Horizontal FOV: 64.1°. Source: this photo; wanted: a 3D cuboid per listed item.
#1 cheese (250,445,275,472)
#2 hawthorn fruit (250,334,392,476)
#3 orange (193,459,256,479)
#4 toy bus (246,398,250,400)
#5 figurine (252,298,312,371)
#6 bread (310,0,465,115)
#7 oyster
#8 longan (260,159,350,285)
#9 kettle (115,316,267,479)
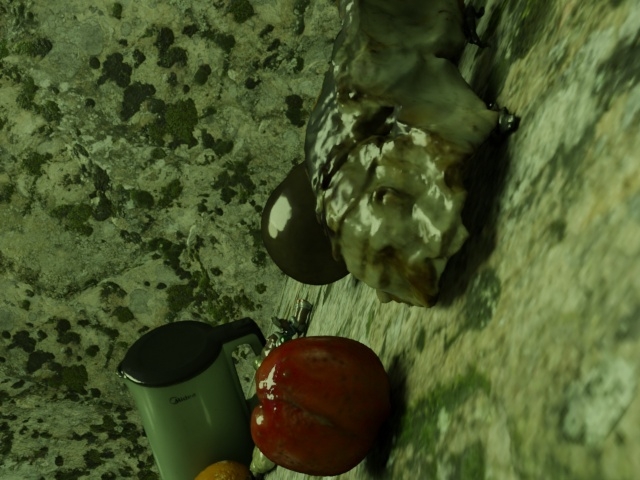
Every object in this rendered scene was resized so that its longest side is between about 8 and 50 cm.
[{"bbox_3d":[-0.119,0.452,1.072,0.194,0.044,0.064,118,169,-61],"label":"cheese"},{"bbox_3d":[-0.001,0.139,0.434,0.128,0.128,0.128,-163,90,-85],"label":"hawthorn fruit"},{"bbox_3d":[-0.215,0.577,1.121,0.177,0.155,0.177,-176,90,-82],"label":"orange"},{"bbox_3d":[-0.211,0.564,1.520,0.077,0.079,0.174,95,-172,-64],"label":"toy bus"},{"bbox_3d":[-0.086,0.223,1.161,0.147,0.094,0.197,148,140,-66],"label":"figurine"},{"bbox_3d":[0.071,-0.201,0.666,0.294,0.132,0.166,129,164,-80],"label":"bread"},{"bbox_3d":[0.063,-0.112,0.426,0.198,0.133,0.336,-23,59,62],"label":"oyster"},{"bbox_3d":[-0.004,-0.028,0.741,0.187,0.168,0.167,-63,7,11],"label":"longan"},{"bbox_3d":[-0.262,0.387,1.253,0.250,0.361,0.376,-127,25,-58],"label":"kettle"}]
